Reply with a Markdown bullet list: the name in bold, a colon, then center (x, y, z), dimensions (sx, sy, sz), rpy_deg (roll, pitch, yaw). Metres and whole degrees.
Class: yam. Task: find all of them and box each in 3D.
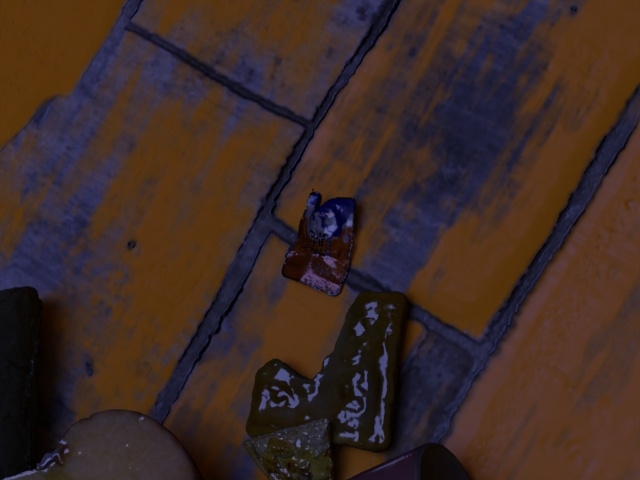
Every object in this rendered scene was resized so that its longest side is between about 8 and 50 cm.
- **yam**: center (-0.409, 0.207, 2.064), dimensions (0.168, 0.168, 0.304), rpy_deg (-9, 74, 27)

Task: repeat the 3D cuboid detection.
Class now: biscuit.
- **biscuit**: center (0.007, 0.142, 1.918), dimensions (0.183, 0.039, 0.174), rpy_deg (-2, 77, 28)

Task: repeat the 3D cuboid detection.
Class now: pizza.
- **pizza**: center (-0.024, 0.228, 1.888), dimensions (0.123, 0.026, 0.108), rpy_deg (36, 119, 13)

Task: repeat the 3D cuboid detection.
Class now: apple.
- **apple**: center (-0.233, 0.346, 1.924), dimensions (0.293, 0.163, 0.251), rpy_deg (-28, 55, 6)

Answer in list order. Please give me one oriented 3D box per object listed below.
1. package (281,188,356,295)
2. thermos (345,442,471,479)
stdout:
- **package**: center (0.001, 0.000, 1.965), dimensions (0.077, 0.033, 0.110), rpy_deg (14, 98, 8)
- **thermos**: center (0.021, 0.320, 1.786), dimensions (0.265, 0.176, 0.146), rpy_deg (-25, 86, 21)
